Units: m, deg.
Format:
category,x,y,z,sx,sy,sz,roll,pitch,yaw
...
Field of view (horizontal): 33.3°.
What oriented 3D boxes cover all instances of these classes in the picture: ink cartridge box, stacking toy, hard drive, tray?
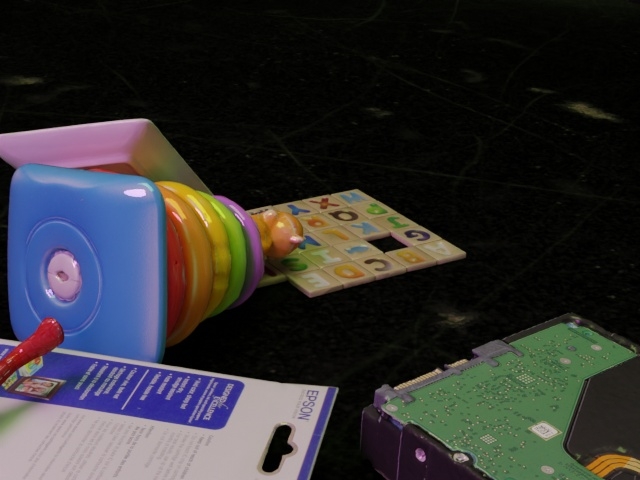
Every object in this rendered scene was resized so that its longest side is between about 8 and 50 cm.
category,x,y,z,sx,sy,sz,roll,pitch,yaw
ink cartridge box,-0.164,0.142,0.726,0.332,0.065,0.165,7,25,10
stacking toy,-0.115,0.011,0.946,0.175,0.166,0.302,8,12,34
hard drive,0.220,0.170,0.720,0.237,0.064,0.339,-16,32,-36
tray,-0.190,-0.048,1.000,0.145,0.030,0.270,-7,-15,7

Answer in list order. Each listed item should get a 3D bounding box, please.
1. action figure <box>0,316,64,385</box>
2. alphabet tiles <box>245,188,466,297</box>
category,x,y,z,sx,sy,sz,roll,pitch,yaw
action figure,-0.260,0.102,0.591,0.091,0.139,0.280,42,52,1
alphabet tiles,0.000,0.000,1.125,0.237,0.009,0.198,-12,29,-32
